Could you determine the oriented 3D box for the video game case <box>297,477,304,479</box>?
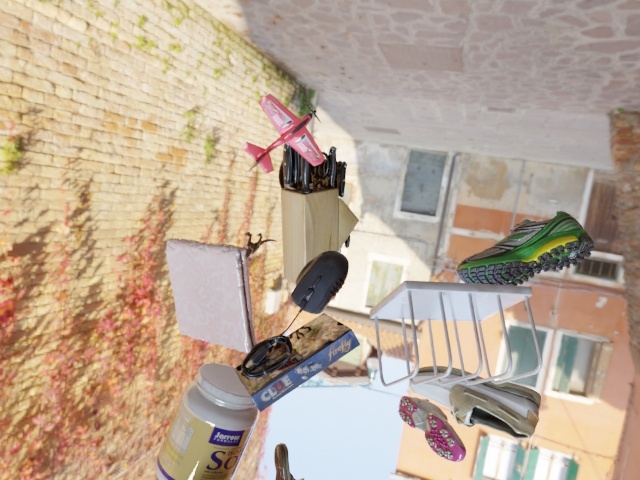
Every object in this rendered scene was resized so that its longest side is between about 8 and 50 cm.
[{"bbox_3d":[-0.085,1.044,1.826,0.023,0.183,0.201,-17,160,12],"label":"video game case"}]

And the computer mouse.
[{"bbox_3d":[-0.039,0.111,0.726,0.071,0.242,0.041,33,165,16],"label":"computer mouse"}]

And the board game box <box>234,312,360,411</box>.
[{"bbox_3d":[-0.054,0.252,1.009,0.243,0.042,0.165,-30,-165,-17],"label":"board game box"}]

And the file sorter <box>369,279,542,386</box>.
[{"bbox_3d":[0.270,0.199,0.952,0.278,0.172,0.192,4,154,-15],"label":"file sorter"}]

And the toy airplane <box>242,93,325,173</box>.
[{"bbox_3d":[-0.064,-0.166,0.781,0.151,0.151,0.028,7,-154,-19],"label":"toy airplane"}]

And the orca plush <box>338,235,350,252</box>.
[{"bbox_3d":[0.000,0.000,1.456,0.102,0.287,0.151,-16,-118,-29],"label":"orca plush"}]

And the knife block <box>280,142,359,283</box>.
[{"bbox_3d":[-0.037,-0.068,1.006,0.088,0.275,0.242,20,162,49],"label":"knife block"}]

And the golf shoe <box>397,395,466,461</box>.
[{"bbox_3d":[0.405,0.634,1.614,0.140,0.115,0.306,6,-164,-31],"label":"golf shoe"}]

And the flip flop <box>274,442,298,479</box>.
[{"bbox_3d":[-0.118,0.867,1.702,0.080,0.276,0.112,-4,-176,-31],"label":"flip flop"}]

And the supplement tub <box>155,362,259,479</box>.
[{"bbox_3d":[-0.329,0.567,1.413,0.241,0.331,0.241,22,-177,-1],"label":"supplement tub"}]

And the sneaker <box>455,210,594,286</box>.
[{"bbox_3d":[0.539,0.032,1.278,0.344,0.146,0.134,-21,135,17],"label":"sneaker"}]

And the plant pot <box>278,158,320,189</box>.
[{"bbox_3d":[-0.028,-0.219,1.597,0.167,0.166,0.165,14,-173,38],"label":"plant pot"}]

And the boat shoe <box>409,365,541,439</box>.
[{"bbox_3d":[0.346,0.376,1.095,0.303,0.103,0.113,3,139,31],"label":"boat shoe"}]

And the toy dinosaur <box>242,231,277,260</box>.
[{"bbox_3d":[-0.205,0.017,1.446,0.053,0.092,0.183,20,-138,22],"label":"toy dinosaur"}]

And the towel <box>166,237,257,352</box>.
[{"bbox_3d":[-0.325,0.155,1.386,0.332,0.316,0.053,5,-163,37],"label":"towel"}]
